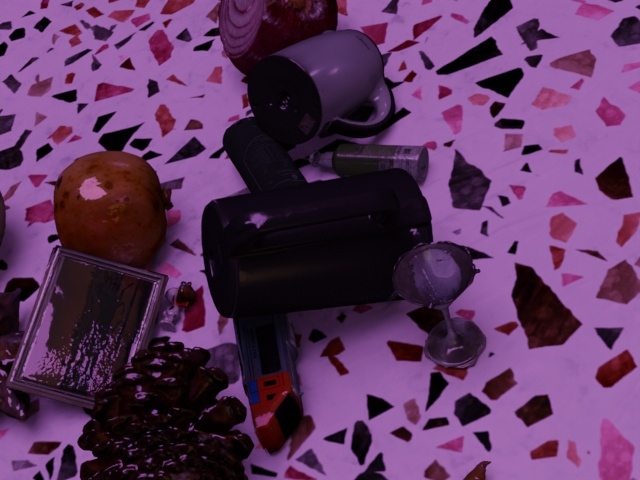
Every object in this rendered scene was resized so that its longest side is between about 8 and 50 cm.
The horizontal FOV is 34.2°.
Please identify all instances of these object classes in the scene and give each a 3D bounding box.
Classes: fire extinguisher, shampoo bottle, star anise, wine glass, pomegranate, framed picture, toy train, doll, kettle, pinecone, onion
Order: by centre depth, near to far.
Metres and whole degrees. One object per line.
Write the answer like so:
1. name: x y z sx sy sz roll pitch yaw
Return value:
1. pinecone: -0.217 0.271 1.476 0.246 0.246 0.292 -16 31 6
2. wine glass: 0.176 0.100 1.493 0.122 0.183 0.122 -10 46 10
3. kettle: 0.000 0.014 1.523 0.307 0.203 0.262 -8 13 -19
4. toy train: -0.085 0.136 1.621 0.089 0.086 0.409 -16 48 3
5. framed picture: -0.371 0.142 1.675 0.197 0.014 0.252 16 64 -6
6. star anise: -0.552 0.203 1.717 0.315 0.108 0.315 -15 48 17
7. doll: -0.239 0.107 1.733 0.058 0.040 0.085 -19 42 21
8. pomegranate: -0.355 -0.049 1.800 0.215 0.215 0.215 -10 49 12
9. fire extinguisher: -0.080 -0.095 1.802 0.114 0.095 0.311 2 37 -35
10. shampoo bottle: 0.082 -0.138 1.806 0.204 0.065 0.065 4 53 23
11. kettle: 0.023 -0.267 1.862 0.221 0.161 0.236 44 43 10
12. onion: -0.067 -0.417 2.014 0.206 0.216 0.206 0 79 -26

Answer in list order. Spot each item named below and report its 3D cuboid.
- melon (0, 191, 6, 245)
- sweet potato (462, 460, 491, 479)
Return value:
1. melon: -0.712 -0.039 1.883 0.307 0.272 0.272 16 58 24
2. sweet potato: 0.154 0.415 1.317 0.072 0.066 0.314 21 58 25
